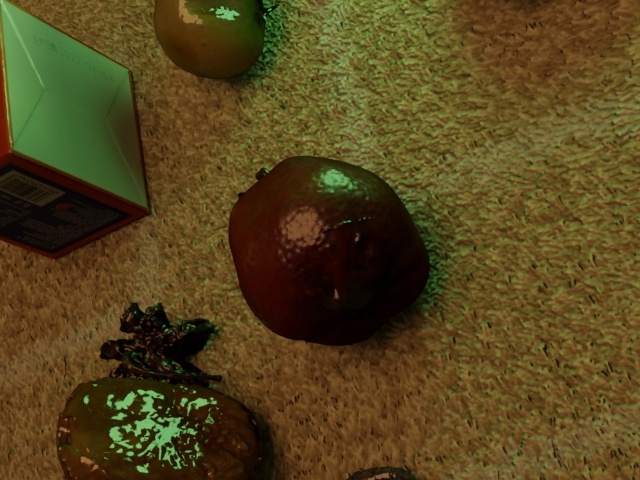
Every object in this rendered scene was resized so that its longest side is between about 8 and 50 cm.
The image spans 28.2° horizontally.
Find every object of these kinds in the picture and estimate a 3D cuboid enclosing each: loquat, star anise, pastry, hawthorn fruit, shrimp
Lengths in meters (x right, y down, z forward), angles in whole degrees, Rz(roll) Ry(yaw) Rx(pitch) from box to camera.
[{"bbox_3d":[-0.181,-0.379,2.155,0.213,0.213,0.213,-11,68,31],"label":"loquat"},{"bbox_3d":[-0.277,0.191,2.075,0.220,0.126,0.190,-34,55,23],"label":"star anise"},{"bbox_3d":[-0.246,0.325,1.921,0.255,0.311,0.162,-83,6,-52],"label":"pastry"},{"bbox_3d":[0.007,0.015,1.855,0.295,0.295,0.311,-61,18,2],"label":"hawthorn fruit"},{"bbox_3d":[0.063,0.363,1.829,0.165,0.065,0.056,-26,29,30],"label":"shrimp"}]

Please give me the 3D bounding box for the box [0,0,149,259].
[{"bbox_3d":[-0.518,-0.182,2.220,0.257,0.349,0.318,-25,63,25],"label":"box"}]
